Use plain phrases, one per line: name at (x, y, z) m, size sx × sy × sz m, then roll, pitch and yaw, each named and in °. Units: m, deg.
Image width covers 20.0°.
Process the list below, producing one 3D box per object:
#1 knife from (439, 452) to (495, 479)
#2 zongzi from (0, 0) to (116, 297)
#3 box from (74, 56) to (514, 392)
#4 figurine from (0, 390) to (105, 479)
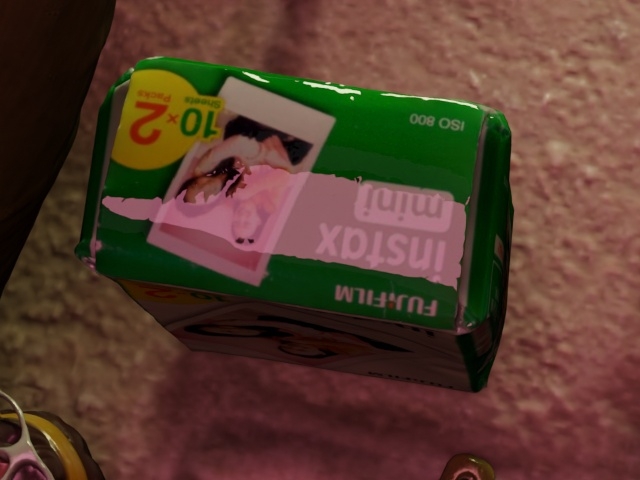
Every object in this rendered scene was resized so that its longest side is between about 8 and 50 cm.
knife at (0.024, 0.245, 0.893) m, size 0.047 × 0.017 × 0.298 m, roll 26°, pitch 78°, yaw 3°
zongzi at (-0.205, -0.192, 0.769) m, size 0.218 × 0.500 × 0.467 m, roll 6°, pitch 50°, yaw -26°
box at (0.000, 0.000, 0.843) m, size 0.180 × 0.250 × 0.103 m, roll 8°, pitch 81°, yaw 9°
figurine at (-0.216, 0.167, 0.892) m, size 0.240 × 0.116 × 0.175 m, roll -29°, pitch 62°, yaw -5°
